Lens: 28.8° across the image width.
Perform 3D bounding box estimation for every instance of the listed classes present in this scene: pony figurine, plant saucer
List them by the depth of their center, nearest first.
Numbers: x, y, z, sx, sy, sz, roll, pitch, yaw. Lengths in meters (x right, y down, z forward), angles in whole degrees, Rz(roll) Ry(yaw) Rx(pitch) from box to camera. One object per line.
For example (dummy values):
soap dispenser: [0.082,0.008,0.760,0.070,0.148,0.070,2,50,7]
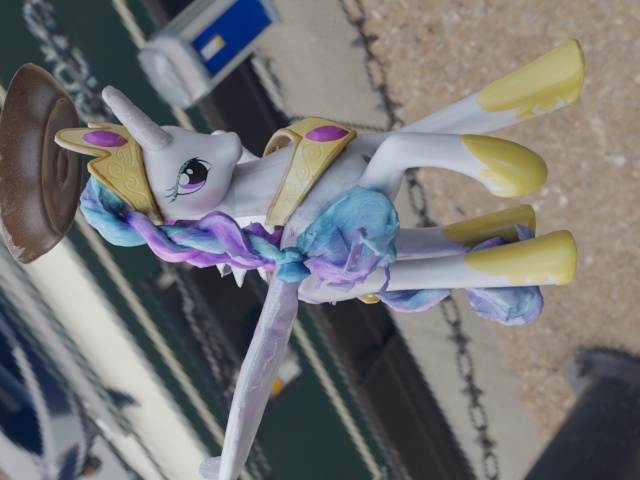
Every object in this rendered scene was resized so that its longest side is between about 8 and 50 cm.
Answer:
pony figurine: [0.000,0.000,0.944,0.351,0.363,0.303,94,169,-53]
plant saucer: [-0.270,-0.074,1.226,0.036,0.199,0.199,3,145,5]
